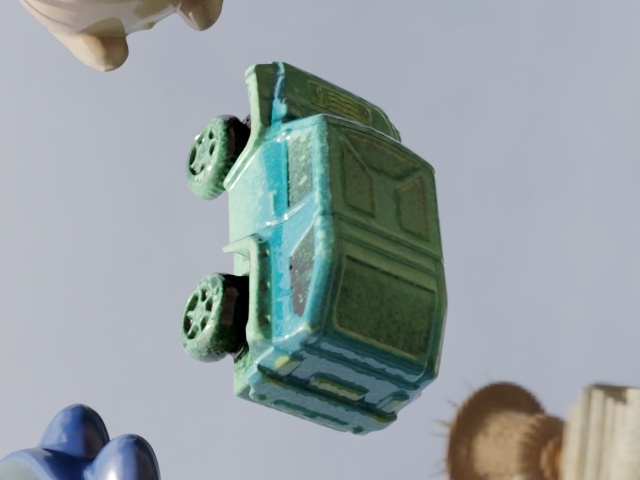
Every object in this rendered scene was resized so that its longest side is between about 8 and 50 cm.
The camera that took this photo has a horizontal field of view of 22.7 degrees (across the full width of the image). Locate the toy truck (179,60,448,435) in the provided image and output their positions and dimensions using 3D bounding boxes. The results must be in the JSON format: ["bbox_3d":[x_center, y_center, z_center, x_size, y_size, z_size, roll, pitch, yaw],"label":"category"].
[{"bbox_3d":[0.000,0.000,1.153,0.155,0.156,0.279,23,-134,-29],"label":"toy truck"}]

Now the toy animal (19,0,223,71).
[{"bbox_3d":[-0.181,-0.274,1.091,0.195,0.256,0.213,-18,-123,4],"label":"toy animal"}]

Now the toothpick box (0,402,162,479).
[{"bbox_3d":[-0.098,0.229,0.734,0.263,0.354,0.263,-10,-69,-27],"label":"toothpick box"}]
